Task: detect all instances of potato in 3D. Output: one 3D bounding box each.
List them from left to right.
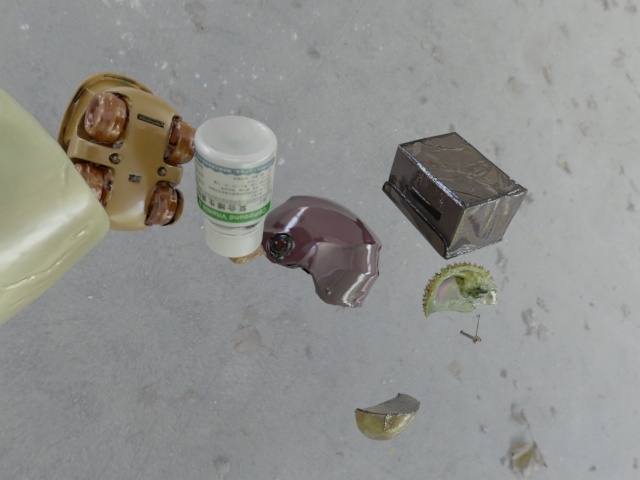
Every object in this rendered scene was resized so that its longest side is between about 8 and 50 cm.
[{"bbox_3d":[0.205,0.507,1.196,0.261,0.120,0.100,11,85,-51],"label":"potato"}]

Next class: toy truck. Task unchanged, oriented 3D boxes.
[{"bbox_3d":[-0.373,-0.168,0.824,0.204,0.211,0.288,11,99,-46],"label":"toy truck"}]

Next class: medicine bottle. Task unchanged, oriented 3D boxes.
[{"bbox_3d":[-0.155,-0.089,0.773,0.138,0.237,0.139,8,45,-8],"label":"medicine bottle"}]

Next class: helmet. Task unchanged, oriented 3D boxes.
[{"bbox_3d":[0.000,0.000,1.003,0.338,0.271,0.197,38,95,15],"label":"helmet"}]

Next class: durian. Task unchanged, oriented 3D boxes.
[{"bbox_3d":[0.491,0.167,1.492,0.306,0.172,0.167,3,54,-17],"label":"durian"}]

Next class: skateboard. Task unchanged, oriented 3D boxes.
[{"bbox_3d":[0.424,0.237,1.201,0.032,0.063,0.083,-8,111,-36],"label":"skateboard"}]

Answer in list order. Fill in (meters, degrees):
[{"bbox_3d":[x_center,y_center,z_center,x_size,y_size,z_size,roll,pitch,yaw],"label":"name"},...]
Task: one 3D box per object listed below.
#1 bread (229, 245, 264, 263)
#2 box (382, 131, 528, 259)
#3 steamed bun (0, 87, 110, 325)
[{"bbox_3d":[-0.258,-0.023,1.424,0.143,0.149,0.158,40,43,18],"label":"bread"},{"bbox_3d":[0.297,-0.113,0.985,0.188,0.153,0.252,-15,50,-22],"label":"box"},{"bbox_3d":[-0.326,-0.052,0.365,0.250,0.155,0.200,41,53,-5],"label":"steamed bun"}]
